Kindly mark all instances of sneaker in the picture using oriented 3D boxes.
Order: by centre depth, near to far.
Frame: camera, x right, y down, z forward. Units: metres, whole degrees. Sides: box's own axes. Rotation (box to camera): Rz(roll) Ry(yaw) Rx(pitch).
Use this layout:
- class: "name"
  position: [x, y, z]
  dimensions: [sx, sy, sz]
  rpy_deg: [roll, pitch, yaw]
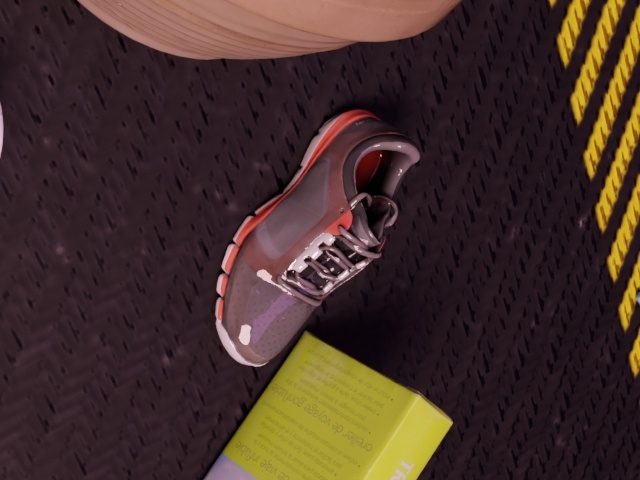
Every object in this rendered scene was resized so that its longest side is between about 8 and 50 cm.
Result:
- class: "sneaker"
  position: [0.000, 0.000, 0.689]
  dimensions: [0.061, 0.065, 0.158]
  rpy_deg: [32, 84, -38]

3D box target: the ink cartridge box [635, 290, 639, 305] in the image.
- class: "ink cartridge box"
  position: [0.296, 0.028, 0.919]
  dimensions: [0.122, 0.052, 0.088]
  rpy_deg: [-50, 126, -14]

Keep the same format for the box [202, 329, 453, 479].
- class: "box"
  position: [-0.019, 0.145, 0.692]
  dimensions: [0.042, 0.109, 0.178]
  rpy_deg: [42, 79, -38]

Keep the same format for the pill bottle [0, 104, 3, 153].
- class: "pill bottle"
  position: [-0.196, -0.049, 0.533]
  dimensions: [0.116, 0.065, 0.065]
  rpy_deg: [4, 102, -36]

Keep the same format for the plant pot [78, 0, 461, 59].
- class: "plant pot"
  position: [-0.049, -0.158, 0.548]
  dimensions: [0.237, 0.237, 0.110]
  rpy_deg: [7, 141, -37]
